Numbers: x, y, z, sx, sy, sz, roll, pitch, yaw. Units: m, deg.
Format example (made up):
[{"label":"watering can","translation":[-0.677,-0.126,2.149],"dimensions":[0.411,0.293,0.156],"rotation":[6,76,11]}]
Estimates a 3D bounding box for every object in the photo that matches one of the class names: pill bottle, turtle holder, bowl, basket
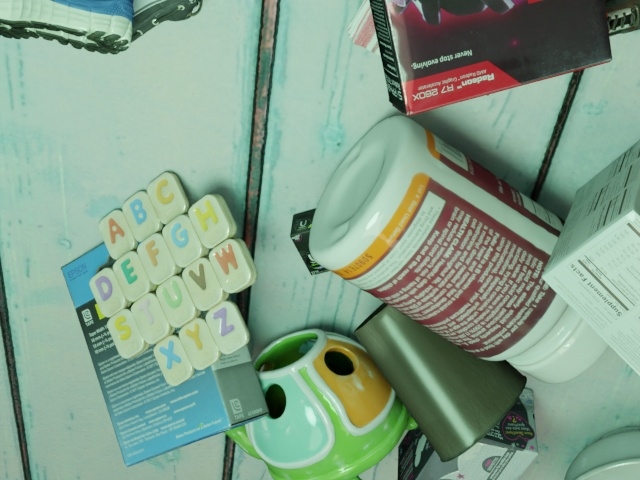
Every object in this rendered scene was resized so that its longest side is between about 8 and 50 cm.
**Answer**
[{"label":"pill bottle","translation":[0.200,0.024,1.292],"dimensions":[0.392,0.224,0.224],"rotation":[31,128,-18]},{"label":"turtle holder","translation":[-0.019,0.264,1.553],"dimensions":[0.320,0.243,0.227],"rotation":[4,129,60]},{"label":"bowl","translation":[0.546,0.414,1.644],"dimensions":[0.297,0.134,0.298],"rotation":[3,132,4]},{"label":"basket","translation":[0.170,0.181,1.435],"dimensions":[0.227,0.204,0.154],"rotation":[48,132,2]}]

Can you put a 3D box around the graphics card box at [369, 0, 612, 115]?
[{"label":"graphics card box","translation":[0.151,-0.332,0.967],"dimensions":[0.232,0.094,0.371],"rotation":[-14,110,-3]}]

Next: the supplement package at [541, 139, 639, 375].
[{"label":"supplement package","translation":[0.419,0.018,1.197],"dimensions":[0.204,0.262,0.145],"rotation":[45,126,-3]}]

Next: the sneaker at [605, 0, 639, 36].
[{"label":"sneaker","translation":[0.341,-0.258,1.131],"dimensions":[0.157,0.065,0.061],"rotation":[-7,130,13]}]

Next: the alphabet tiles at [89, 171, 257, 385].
[{"label":"alphabet tiles","translation":[-0.219,0.057,1.386],"dimensions":[0.284,0.021,0.278],"rotation":[-32,77,30]}]

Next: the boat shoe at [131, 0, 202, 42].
[{"label":"boat shoe","translation":[-0.185,-0.296,1.165],"dimensions":[0.228,0.080,0.076],"rotation":[-25,141,22]}]

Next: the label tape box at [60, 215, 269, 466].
[{"label":"label tape box","translation":[-0.244,0.152,1.488],"dimensions":[0.240,0.106,0.334],"rotation":[-25,80,33]}]

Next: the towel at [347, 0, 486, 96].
[{"label":"towel","translation":[0.145,-0.253,1.093],"dimensions":[0.197,0.029,0.144],"rotation":[19,135,-17]}]

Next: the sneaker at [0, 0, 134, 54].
[{"label":"sneaker","translation":[-0.357,-0.322,1.142],"dimensions":[0.329,0.147,0.130],"rotation":[14,176,15]}]

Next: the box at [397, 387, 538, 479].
[{"label":"box","translation":[0.245,0.360,1.631],"dimensions":[0.163,0.142,0.247],"rotation":[17,131,-7]}]

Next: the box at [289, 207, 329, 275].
[{"label":"box","translation":[0.000,0.000,1.409],"dimensions":[0.062,0.052,0.083],"rotation":[-15,127,17]}]
